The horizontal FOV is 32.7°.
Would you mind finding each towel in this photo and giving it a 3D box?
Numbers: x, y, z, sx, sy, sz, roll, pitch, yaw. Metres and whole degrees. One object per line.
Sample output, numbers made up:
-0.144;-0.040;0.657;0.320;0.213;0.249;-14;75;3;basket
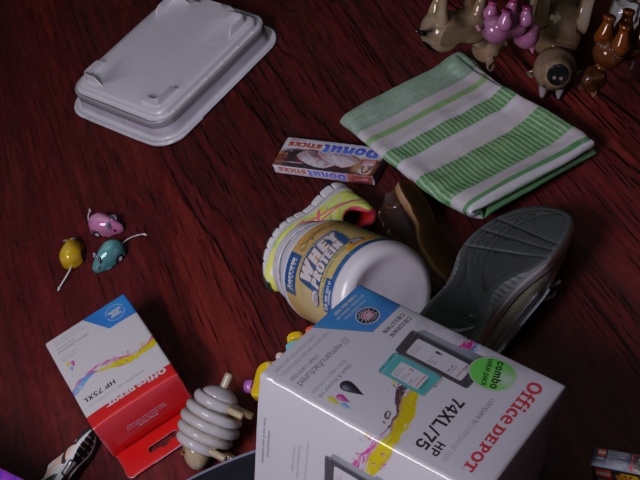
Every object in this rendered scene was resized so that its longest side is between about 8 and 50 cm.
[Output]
0.218;-0.165;1.646;0.247;0.038;0.325;-30;46;-17;towel

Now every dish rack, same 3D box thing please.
-0.273;-0.328;1.969;0.285;0.072;0.333;23;59;35;dish rack

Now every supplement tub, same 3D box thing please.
0.036;0.053;1.439;0.144;0.144;0.199;-40;29;-17;supplement tub

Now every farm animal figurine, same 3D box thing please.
0.338;-0.318;1.671;0.330;0.172;0.327;19;38;16;farm animal figurine

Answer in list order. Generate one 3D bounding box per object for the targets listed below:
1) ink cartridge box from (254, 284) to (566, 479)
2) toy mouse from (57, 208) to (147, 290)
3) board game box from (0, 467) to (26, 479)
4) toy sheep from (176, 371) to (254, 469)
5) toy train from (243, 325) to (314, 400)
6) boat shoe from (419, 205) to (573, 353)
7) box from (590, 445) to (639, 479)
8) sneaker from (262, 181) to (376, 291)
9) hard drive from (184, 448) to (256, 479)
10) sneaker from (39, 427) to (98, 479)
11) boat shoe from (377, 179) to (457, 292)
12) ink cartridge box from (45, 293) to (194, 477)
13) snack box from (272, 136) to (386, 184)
0.094;0.222;1.199;0.270;0.197;0.198;25;42;25;ink cartridge box
-0.347;-0.002;1.729;0.143;0.031;0.161;-11;47;10;toy mouse
-0.462;0.354;1.375;0.275;0.144;0.142;15;56;29;board game box
-0.139;0.233;1.405;0.091;0.091;0.132;21;84;33;toy sheep
-0.027;0.193;1.433;0.125;0.046;0.166;26;65;33;toy train
0.225;0.077;1.415;0.118;0.103;0.320;19;54;34;boat shoe
0.368;0.270;1.185;0.137;0.094;0.027;7;52;26;box
0.000;0.000;1.569;0.094;0.081;0.208;27;62;33;sneaker
-0.067;0.329;1.317;0.254;0.054;0.172;-20;46;2;hard drive
-0.339;0.295;1.456;0.043;0.040;0.109;13;55;32;sneaker
0.136;0.006;1.530;0.073;0.073;0.207;-50;36;25;boat shoe
-0.265;0.196;1.490;0.134;0.078;0.231;-34;48;-11;ink cartridge box
0.015;-0.126;1.715;0.178;0.022;0.064;9;52;27;snack box
